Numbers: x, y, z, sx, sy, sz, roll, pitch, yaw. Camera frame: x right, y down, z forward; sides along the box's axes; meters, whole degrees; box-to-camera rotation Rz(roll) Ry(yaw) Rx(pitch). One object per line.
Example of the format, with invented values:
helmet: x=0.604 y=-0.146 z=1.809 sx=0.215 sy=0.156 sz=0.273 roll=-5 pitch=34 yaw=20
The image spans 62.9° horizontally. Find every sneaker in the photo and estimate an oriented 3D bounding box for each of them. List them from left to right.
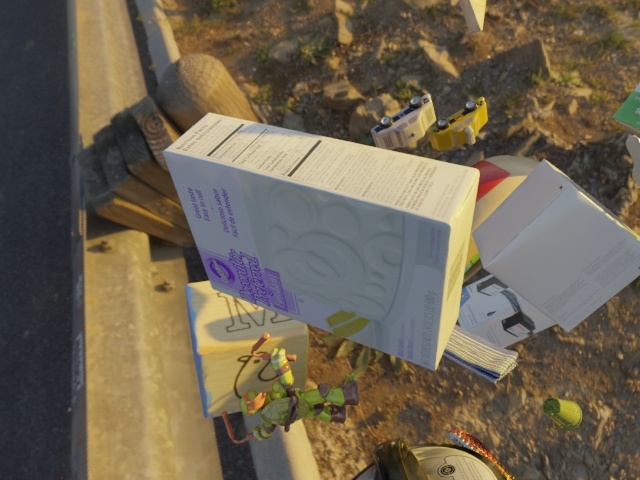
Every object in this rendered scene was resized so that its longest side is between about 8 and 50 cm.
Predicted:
sneaker: x=0.416 y=0.601 z=1.389 sx=0.093 sy=0.088 sz=0.225 roll=-52 pitch=53 yaw=13
sneaker: x=0.903 y=-0.220 z=1.448 sx=0.084 sy=0.058 sz=0.152 roll=-13 pitch=85 yaw=-27

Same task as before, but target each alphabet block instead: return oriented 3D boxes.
alphabet block: x=-0.144 y=0.193 z=1.008 sx=0.197 sy=0.192 sz=0.193 roll=-9 pitch=38 yaw=-16

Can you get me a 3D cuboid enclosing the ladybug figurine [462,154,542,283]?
ladybug figurine: x=0.315 y=-0.027 z=1.169 sx=0.449 sy=0.305 sz=0.162 roll=-42 pitch=69 yaw=-2

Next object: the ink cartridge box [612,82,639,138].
ink cartridge box: x=0.784 y=-0.311 z=1.058 sx=0.289 sy=0.211 sz=0.121 roll=-58 pitch=28 yaw=21

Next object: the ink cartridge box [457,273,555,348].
ink cartridge box: x=0.593 y=0.208 z=1.675 sx=0.307 sy=0.129 sz=0.223 roll=-29 pitch=21 yaw=13

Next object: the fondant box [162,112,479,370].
fondant box: x=0.000 y=0.000 z=0.619 sx=0.330 sy=0.238 sz=0.096 roll=17 pitch=49 yaw=24

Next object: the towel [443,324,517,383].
towel: x=0.372 y=0.267 z=1.340 sx=0.243 sy=0.336 sz=0.040 roll=26 pitch=97 yaw=26

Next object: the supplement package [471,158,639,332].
supplement package: x=0.415 y=0.007 z=0.918 sx=0.194 sy=0.203 sz=0.149 roll=-50 pitch=11 yaw=24

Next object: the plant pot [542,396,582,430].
plant pot: x=0.632 y=0.452 z=1.388 sx=0.083 sy=0.079 sz=0.083 roll=-38 pitch=34 yaw=32

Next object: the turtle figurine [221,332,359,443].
turtle figurine: x=-0.045 y=0.271 z=0.899 sx=0.217 sy=0.270 sz=0.087 roll=4 pitch=30 yaw=-21

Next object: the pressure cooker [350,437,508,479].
pressure cooker: x=0.202 y=0.574 z=0.909 sx=0.369 sy=0.421 sz=0.375 roll=-10 pitch=19 yaw=48

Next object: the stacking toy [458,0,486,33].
stacking toy: x=0.215 y=-0.556 z=1.001 sx=0.130 sy=0.279 sz=0.309 roll=-4 pitch=57 yaw=43

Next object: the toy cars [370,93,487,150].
toy cars: x=0.326 y=-0.311 z=1.463 sx=0.393 sy=0.176 sz=0.087 roll=-7 pitch=48 yaw=-31
